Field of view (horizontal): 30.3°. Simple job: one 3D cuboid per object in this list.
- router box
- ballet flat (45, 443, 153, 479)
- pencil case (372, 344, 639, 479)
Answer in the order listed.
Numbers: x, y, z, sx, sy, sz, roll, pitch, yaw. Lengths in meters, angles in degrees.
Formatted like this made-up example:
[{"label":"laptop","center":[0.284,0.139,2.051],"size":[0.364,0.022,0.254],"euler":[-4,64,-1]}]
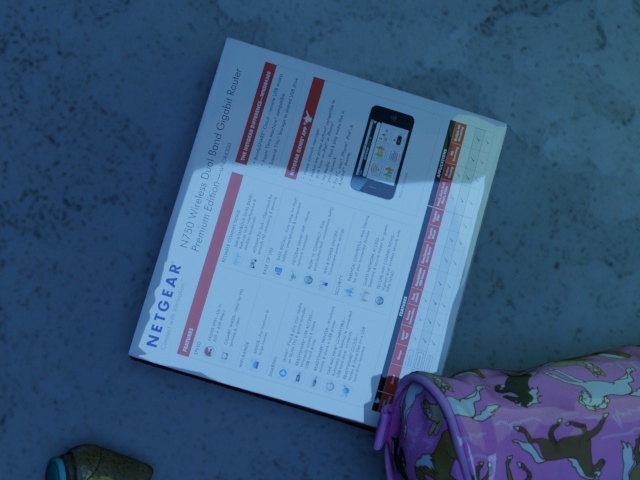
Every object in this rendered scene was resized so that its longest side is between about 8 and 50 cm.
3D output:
[{"label":"router box","center":[0.000,0.000,1.192],"size":[0.301,0.082,0.335],"euler":[17,80,-3]},{"label":"ballet flat","center":[-0.198,0.366,1.117],"size":[0.124,0.116,0.342],"euler":[4,77,-25]},{"label":"pencil case","center":[0.248,0.173,1.112],"size":[0.386,0.167,0.160],"euler":[-8,80,-25]}]
